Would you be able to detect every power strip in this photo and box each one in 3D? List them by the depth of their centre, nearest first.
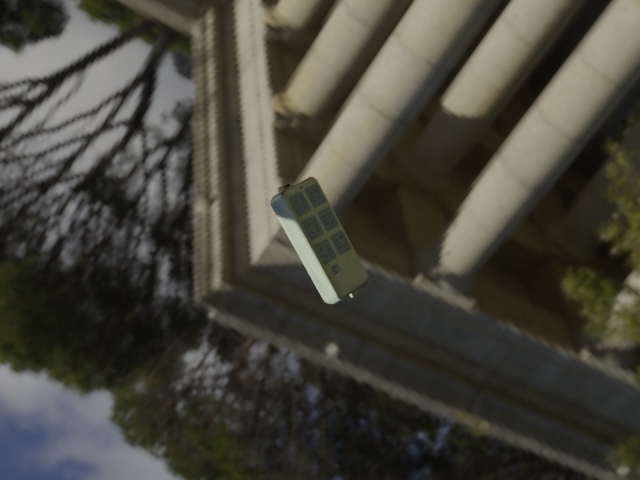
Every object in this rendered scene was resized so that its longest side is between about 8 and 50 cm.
[{"bbox_3d":[0.000,0.000,0.987,0.040,0.016,0.090,-30,-88,-48],"label":"power strip"}]
